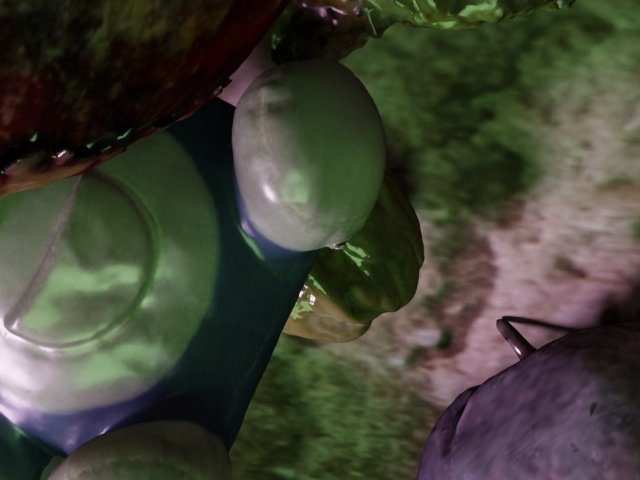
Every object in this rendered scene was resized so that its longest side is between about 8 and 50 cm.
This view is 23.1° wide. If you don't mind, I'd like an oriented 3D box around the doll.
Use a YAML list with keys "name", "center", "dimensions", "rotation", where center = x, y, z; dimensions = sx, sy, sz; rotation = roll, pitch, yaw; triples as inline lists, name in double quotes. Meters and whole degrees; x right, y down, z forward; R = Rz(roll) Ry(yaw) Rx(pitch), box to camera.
- name: "doll"
  center: [-0.128, -0.014, 0.570]
  dimensions: [0.258, 0.154, 0.228]
  rotation: [23, 98, -9]

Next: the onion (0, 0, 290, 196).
- name: "onion"
  center: [-0.112, -0.107, 0.419]
  dimensions: [0.246, 0.246, 0.190]
  rotation: [5, 126, 4]

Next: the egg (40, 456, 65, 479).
- name: "egg"
  center: [-0.154, 0.162, 0.827]
  dimensions: [0.169, 0.169, 0.236]
  rotation: [-8, 135, 19]

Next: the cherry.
- name: "cherry"
  center: [0.134, 0.136, 0.735]
  dimensions: [0.195, 0.195, 0.195]
  rotation: [5, 142, 4]

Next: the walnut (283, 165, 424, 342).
- name: "walnut"
  center: [0.000, 0.000, 0.670]
  dimensions: [0.092, 0.092, 0.092]
  rotation: [5, 142, 4]

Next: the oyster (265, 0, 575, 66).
- name: "oyster"
  center: [0.006, -0.109, 0.558]
  dimensions: [0.177, 0.056, 0.105]
  rotation: [17, 133, -5]
